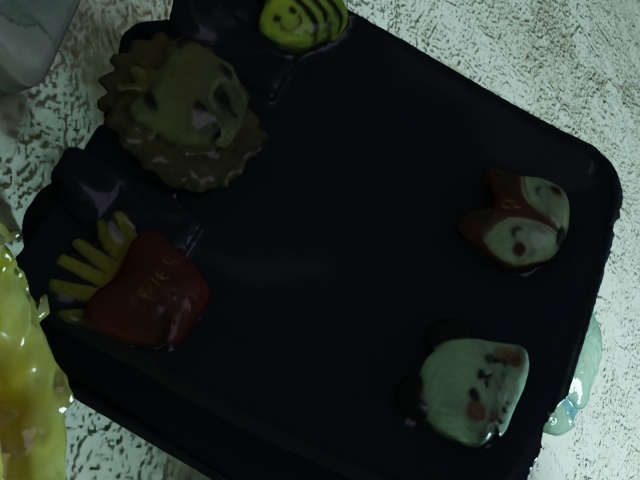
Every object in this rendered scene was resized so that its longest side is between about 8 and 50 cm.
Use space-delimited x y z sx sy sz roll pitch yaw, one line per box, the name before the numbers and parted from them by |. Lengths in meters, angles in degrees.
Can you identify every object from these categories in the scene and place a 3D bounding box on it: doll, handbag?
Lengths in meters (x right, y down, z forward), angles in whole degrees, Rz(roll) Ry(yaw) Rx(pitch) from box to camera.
doll | 0.251 0.118 1.399 0.103 0.071 0.214 56 37 -29
handbag | 0.000 0.000 0.801 0.329 0.122 0.303 32 50 -7

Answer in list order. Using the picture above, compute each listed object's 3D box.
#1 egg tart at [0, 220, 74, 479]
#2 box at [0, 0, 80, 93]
egg tart | -0.193 0.082 0.508 0.345 0.132 0.345 -2 90 -71
box | -0.228 -0.218 0.737 0.285 0.044 0.142 50 40 -37
